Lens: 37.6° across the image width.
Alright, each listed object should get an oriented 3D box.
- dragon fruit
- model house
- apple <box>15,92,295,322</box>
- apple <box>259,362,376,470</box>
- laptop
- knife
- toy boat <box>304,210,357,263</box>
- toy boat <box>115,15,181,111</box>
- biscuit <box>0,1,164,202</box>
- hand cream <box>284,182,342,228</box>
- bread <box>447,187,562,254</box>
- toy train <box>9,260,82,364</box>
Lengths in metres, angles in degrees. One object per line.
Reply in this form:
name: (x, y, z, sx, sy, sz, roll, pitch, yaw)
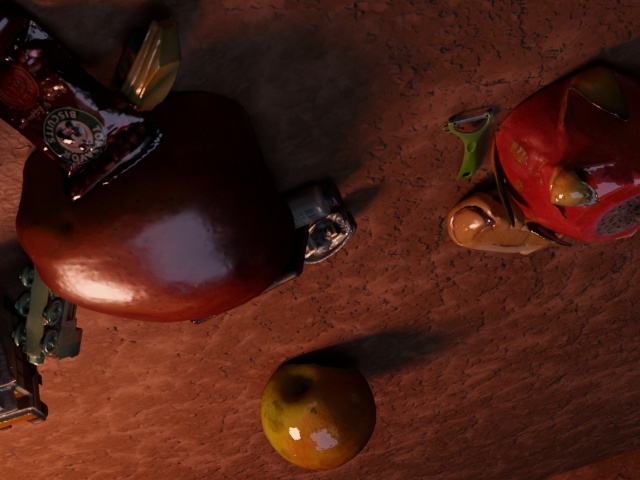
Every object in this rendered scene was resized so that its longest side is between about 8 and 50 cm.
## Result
dragon fruit: (0.414, -0.100, 1.410, 0.291, 0.189, 0.290, -10, 149, -6)
model house: (-0.561, 0.200, 1.486, 0.224, 0.198, 0.215, -16, 155, 3)
apple: (-0.224, -0.034, 1.313, 0.365, 0.328, 0.295, -10, -167, 0)
apple: (-0.009, 0.353, 1.987, 0.246, 0.246, 0.226, -25, 129, 17)
laptop: (-0.110, 0.050, 1.490, 0.207, 0.154, 0.026, -28, 118, 21)
knife: (0.224, -0.137, 1.437, 0.078, 0.022, 0.166, -9, 148, 0)
toy boat: (0.000, 0.000, 1.521, 0.066, 0.059, 0.140, -21, 168, -44)
toy boat: (-0.213, -0.199, 1.116, 0.065, 0.066, 0.172, -34, 170, -44)
biscuit: (-0.316, -0.156, 1.101, 0.151, 0.063, 0.235, -31, 117, 30)
hand cream: (-0.073, -0.029, 1.472, 0.234, 0.050, 0.080, -23, 149, 23)
bread: (0.325, -0.034, 1.589, 0.225, 0.081, 0.134, 4, 150, -31)
toy train: (-0.409, 0.099, 1.439, 0.074, 0.176, 0.118, 13, -172, 16)
